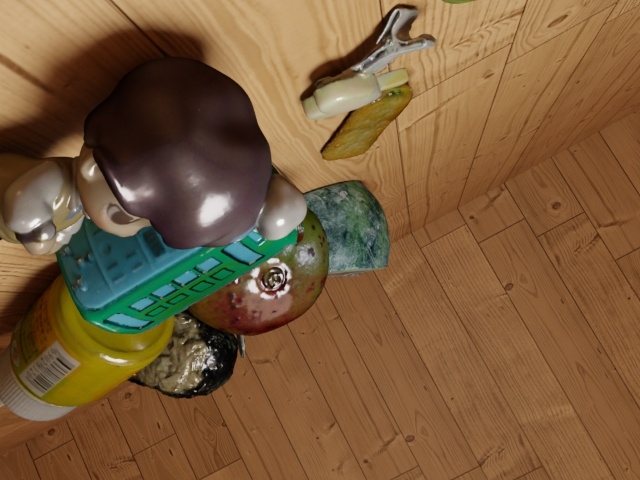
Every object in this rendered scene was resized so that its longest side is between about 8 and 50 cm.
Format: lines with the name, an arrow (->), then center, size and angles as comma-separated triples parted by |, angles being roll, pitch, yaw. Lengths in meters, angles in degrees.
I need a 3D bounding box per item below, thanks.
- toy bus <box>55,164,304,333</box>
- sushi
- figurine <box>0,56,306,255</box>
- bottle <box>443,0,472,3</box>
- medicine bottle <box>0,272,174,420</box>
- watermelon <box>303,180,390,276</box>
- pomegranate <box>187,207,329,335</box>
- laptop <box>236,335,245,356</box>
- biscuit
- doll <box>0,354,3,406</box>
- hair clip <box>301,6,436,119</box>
toy bus -> -0.220, -0.007, 0.955 | 0.344, 0.183, 0.199 | -31, 164, 9
sushi -> -0.353, 0.220, 1.387 | 0.210, 0.350, 0.171 | -65, 157, -8
figurine -> -0.222, -0.048, 0.665 | 0.365, 0.206, 0.218 | -26, 156, 0
bottle -> 0.228, -0.335, 0.689 | 0.260, 0.112, 0.112 | -23, 169, -27
medicine bottle -> -0.462, 0.198, 1.203 | 0.384, 0.224, 0.224 | -37, 166, 38
watermelon -> 0.000, 0.000, 1.544 | 0.388, 0.228, 0.258 | -13, 171, -37
pomegranate -> -0.131, 0.017, 1.204 | 0.291, 0.290, 0.323 | -30, -148, 10
laptop -> -0.200, 0.130, 1.449 | 0.015, 0.268, 0.187 | -10, 166, -9
biscuit -> 0.081, -0.211, 1.160 | 0.119, 0.028, 0.247 | -15, 165, -29
doll -> -0.744, 0.299, 1.310 | 0.138, 0.119, 0.293 | -22, 166, 15
hair clip -> 0.066, -0.237, 0.904 | 0.219, 0.071, 0.159 | -30, 173, 35
